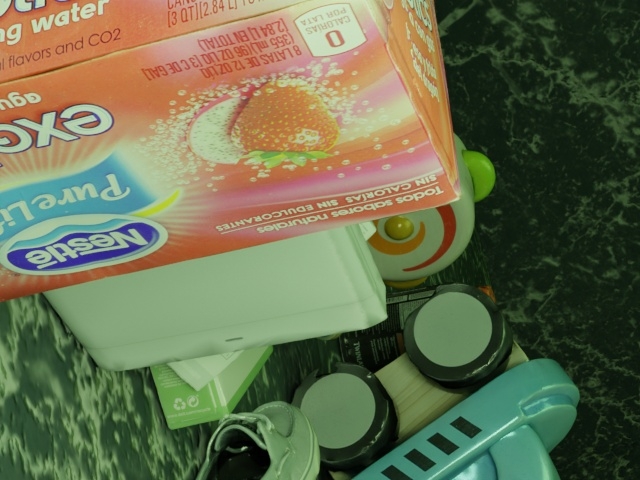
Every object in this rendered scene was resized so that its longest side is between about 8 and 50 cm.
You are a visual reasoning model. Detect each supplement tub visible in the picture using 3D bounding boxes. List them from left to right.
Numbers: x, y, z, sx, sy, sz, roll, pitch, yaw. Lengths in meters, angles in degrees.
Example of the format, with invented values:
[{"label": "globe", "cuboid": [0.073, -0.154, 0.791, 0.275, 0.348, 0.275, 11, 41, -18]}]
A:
[{"label": "supplement tub", "cuboid": [0.126, 0.117, 1.608, 0.117, 0.191, 0.117, -10, 90, -77]}]

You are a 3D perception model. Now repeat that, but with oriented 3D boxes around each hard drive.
[{"label": "hard drive", "cuboid": [-0.098, -0.037, 0.753, 0.307, 0.203, 0.040, 65, 19, -47]}]

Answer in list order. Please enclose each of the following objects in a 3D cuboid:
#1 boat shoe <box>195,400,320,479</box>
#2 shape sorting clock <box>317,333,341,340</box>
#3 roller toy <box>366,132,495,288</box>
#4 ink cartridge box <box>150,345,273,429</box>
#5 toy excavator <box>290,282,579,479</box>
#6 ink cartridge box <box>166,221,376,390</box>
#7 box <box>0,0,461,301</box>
[{"label": "boat shoe", "cuboid": [-0.054, 0.181, 1.036, 0.227, 0.079, 0.081, -67, 148, -62]}, {"label": "shape sorting clock", "cuboid": [0.000, 0.000, 1.328, 0.206, 0.040, 0.206, 177, -90, -73]}, {"label": "roller toy", "cuboid": [0.098, -0.049, 1.640, 0.191, 0.209, 0.146, 31, 33, -17]}, {"label": "ink cartridge box", "cuboid": [-0.104, 0.009, 1.024, 0.171, 0.056, 0.235, -51, 126, -74]}, {"label": "toy excavator", "cuboid": [0.131, 0.334, 1.303, 0.445, 0.433, 0.222, 54, -1, 29]}, {"label": "ink cartridge box", "cuboid": [-0.067, 0.002, 0.920, 0.145, 0.179, 0.045, 48, 2, -36]}, {"label": "box", "cuboid": [-0.109, -0.080, 0.529, 0.142, 0.300, 0.154, 55, 26, -56]}]
